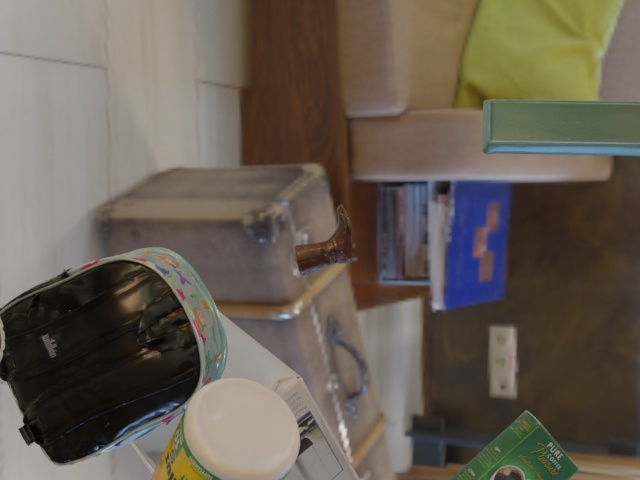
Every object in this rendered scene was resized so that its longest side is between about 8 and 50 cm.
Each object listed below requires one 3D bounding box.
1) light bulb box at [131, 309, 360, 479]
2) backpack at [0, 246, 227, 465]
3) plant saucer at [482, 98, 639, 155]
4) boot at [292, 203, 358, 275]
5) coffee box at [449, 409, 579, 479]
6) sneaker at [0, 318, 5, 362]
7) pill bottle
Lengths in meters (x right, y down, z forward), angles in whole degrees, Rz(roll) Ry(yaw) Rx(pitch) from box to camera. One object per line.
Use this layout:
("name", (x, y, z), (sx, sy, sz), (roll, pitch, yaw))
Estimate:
("light bulb box", (-0.116, 0.328, 1.521), (0.225, 0.358, 0.361), (-35, 119, -15))
("backpack", (-0.242, 0.129, 1.261), (0.225, 0.253, 0.191), (63, 19, 2))
("plant saucer", (0.277, -0.128, 1.149), (0.018, 0.192, 0.067), (74, 19, -70))
("boot", (0.000, 0.000, 1.784), (0.037, 0.114, 0.106), (-58, 135, -82))
("coffee box", (0.241, 0.323, 1.362), (0.184, 0.040, 0.113), (-43, 118, 1))
("sneaker", (-0.378, 0.006, 1.012), (0.107, 0.279, 0.118), (-23, 152, -17))
("pill bottle", (-0.108, 0.243, 1.040), (0.117, 0.117, 0.208), (-45, 168, -50))
